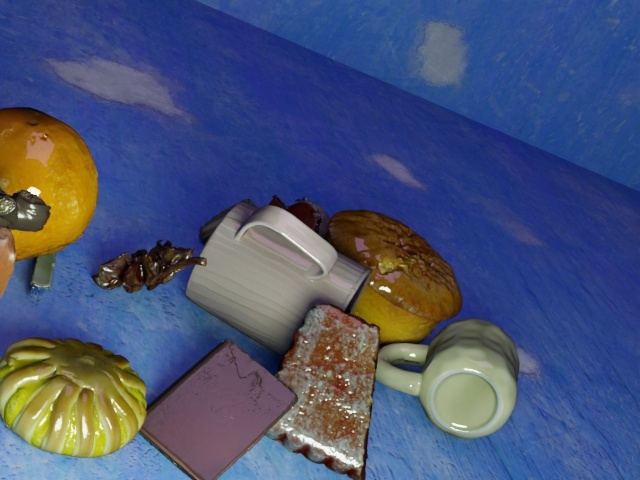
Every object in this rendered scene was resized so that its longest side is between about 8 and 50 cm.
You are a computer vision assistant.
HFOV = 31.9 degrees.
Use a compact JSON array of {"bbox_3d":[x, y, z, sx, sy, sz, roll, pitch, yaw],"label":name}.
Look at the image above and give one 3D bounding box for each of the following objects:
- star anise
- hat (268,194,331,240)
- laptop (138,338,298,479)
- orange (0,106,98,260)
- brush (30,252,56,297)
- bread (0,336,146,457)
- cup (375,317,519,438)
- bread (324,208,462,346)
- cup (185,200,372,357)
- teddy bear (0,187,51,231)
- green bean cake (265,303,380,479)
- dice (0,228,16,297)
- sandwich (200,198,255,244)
[{"bbox_3d":[-0.283,0.047,1.824,0.177,0.073,0.234,-17,6,-11],"label":"star anise"},{"bbox_3d":[-0.003,0.001,2.341,0.227,0.128,0.140,32,-2,-44],"label":"hat"},{"bbox_3d":[-0.150,0.246,1.610,0.154,0.026,0.207,37,51,16],"label":"laptop"},{"bbox_3d":[-0.471,-0.086,1.749,0.246,0.246,0.246,25,23,-11],"label":"orange"},{"bbox_3d":[-0.442,0.049,1.788,0.033,0.030,0.178,7,17,-12],"label":"brush"},{"bbox_3d":[-0.331,0.202,1.499,0.213,0.104,0.213,27,25,-13],"label":"bread"},{"bbox_3d":[0.234,0.228,2.022,0.255,0.173,0.202,31,21,2],"label":"cup"},{"bbox_3d":[0.127,0.073,2.200,0.312,0.172,0.312,29,24,-15],"label":"bread"},{"bbox_3d":[-0.070,0.075,1.893,0.273,0.208,0.288,30,-5,6],"label":"cup"},{"bbox_3d":[-0.442,-0.045,1.483,0.161,0.077,0.119,21,-10,-12],"label":"teddy bear"},{"bbox_3d":[0.022,0.230,1.727,0.199,0.232,0.097,23,-21,1],"label":"green bean cake"},{"bbox_3d":[-0.542,0.025,1.527,0.175,0.179,0.174,42,24,16],"label":"dice"},{"bbox_3d":[-0.148,0.017,2.215,0.163,0.114,0.079,58,10,-26],"label":"sandwich"}]
